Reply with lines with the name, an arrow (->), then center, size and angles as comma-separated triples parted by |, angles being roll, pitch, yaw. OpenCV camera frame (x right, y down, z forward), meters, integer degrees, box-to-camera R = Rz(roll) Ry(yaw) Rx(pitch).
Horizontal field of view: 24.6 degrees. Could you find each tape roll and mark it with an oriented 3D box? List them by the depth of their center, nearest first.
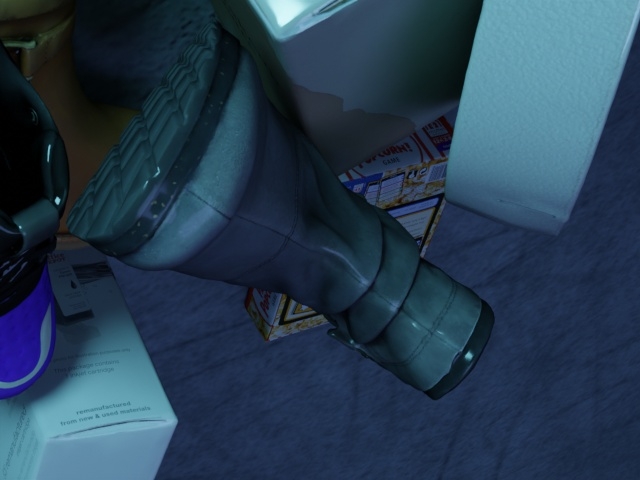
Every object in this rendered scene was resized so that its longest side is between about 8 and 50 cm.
tape roll -> 0.150, -0.199, 0.782 | 0.392, 0.072, 0.392 | 17, 90, -84

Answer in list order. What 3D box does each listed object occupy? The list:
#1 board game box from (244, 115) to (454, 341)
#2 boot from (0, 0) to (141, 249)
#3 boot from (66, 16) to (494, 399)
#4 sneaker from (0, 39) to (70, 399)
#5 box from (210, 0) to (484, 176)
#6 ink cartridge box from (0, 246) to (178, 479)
board game box -> 0.026, -0.007, 1.206 | 0.147, 0.045, 0.193 | -14, 145, -28
boot -> -0.171, -0.111, 0.851 | 0.283, 0.109, 0.220 | 3, 131, -34
boot -> 0.000, 0.000, 0.750 | 0.118, 0.222, 0.338 | -52, -174, 6
sneaker -> -0.178, -0.012, 0.725 | 0.102, 0.146, 0.293 | -43, 138, -31
box -> 0.007, -0.148, 0.802 | 0.121, 0.148, 0.311 | -31, 169, -2
ink cartridge box -> -0.188, 0.084, 0.975 | 0.092, 0.218, 0.158 | -5, 140, -29
